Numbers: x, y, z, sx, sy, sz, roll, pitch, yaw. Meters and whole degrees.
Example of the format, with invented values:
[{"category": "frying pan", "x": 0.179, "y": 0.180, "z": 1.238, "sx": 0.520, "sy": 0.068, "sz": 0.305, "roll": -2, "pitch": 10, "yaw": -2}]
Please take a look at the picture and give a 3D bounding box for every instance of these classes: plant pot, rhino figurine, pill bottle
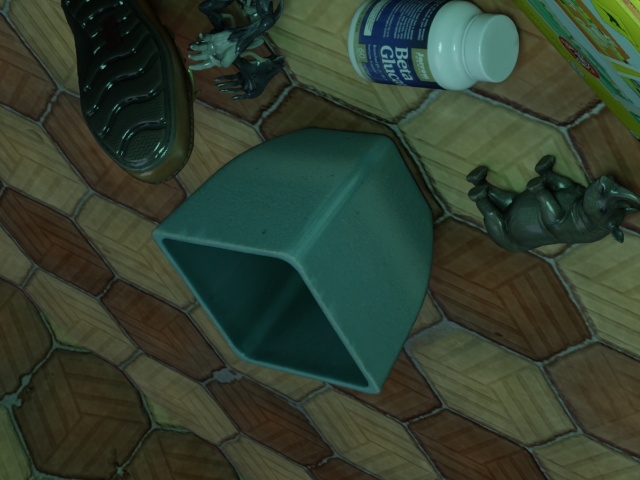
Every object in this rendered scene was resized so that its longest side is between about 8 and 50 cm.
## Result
[{"category": "plant pot", "x": 0.000, "y": 0.000, "z": 1.939, "sx": 0.247, "sy": 0.252, "sz": 0.247, "roll": 10, "pitch": 142, "yaw": 42}, {"category": "rhino figurine", "x": 0.268, "y": -0.037, "z": 1.762, "sx": 0.243, "sy": 0.073, "sz": 0.106, "roll": -5, "pitch": 128, "yaw": 51}, {"category": "pill bottle", "x": 0.119, "y": -0.205, "z": 1.645, "sx": 0.169, "sy": 0.094, "sz": 0.094, "roll": 10, "pitch": 143, "yaw": 41}]

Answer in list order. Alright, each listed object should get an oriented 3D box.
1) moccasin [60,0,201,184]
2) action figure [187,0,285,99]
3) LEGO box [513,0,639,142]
[{"category": "moccasin", "x": -0.217, "y": -0.186, "z": 1.871, "sx": 0.147, "sy": 0.139, "sz": 0.380, "roll": 48, "pitch": -174, "yaw": -39}, {"category": "action figure", "x": -0.114, "y": -0.265, "z": 1.767, "sx": 0.276, "sy": 0.141, "sz": 0.164, "roll": 87, "pitch": 157, "yaw": -62}, {"category": "LEGO box", "x": 0.277, "y": -0.209, "z": 1.176, "sx": 0.500, "sy": 0.193, "sz": 0.372, "roll": 45, "pitch": -177, "yaw": -16}]
